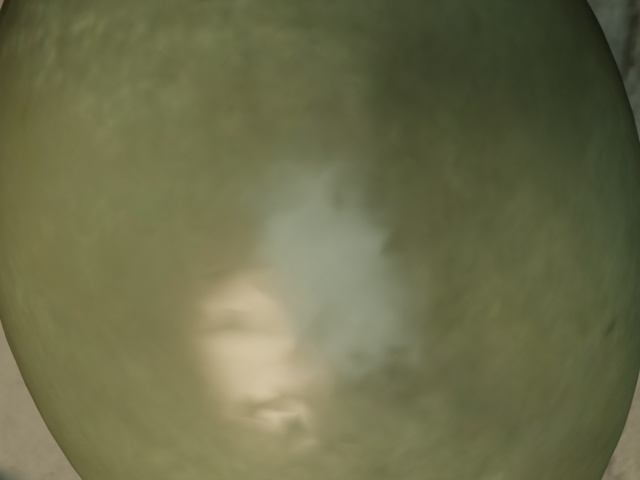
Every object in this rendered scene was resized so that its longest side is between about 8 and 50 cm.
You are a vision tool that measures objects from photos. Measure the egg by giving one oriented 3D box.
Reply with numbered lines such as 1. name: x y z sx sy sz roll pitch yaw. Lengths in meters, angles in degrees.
1. egg: 0.000 0.000 0.697 0.258 0.258 0.352 -17 124 1
